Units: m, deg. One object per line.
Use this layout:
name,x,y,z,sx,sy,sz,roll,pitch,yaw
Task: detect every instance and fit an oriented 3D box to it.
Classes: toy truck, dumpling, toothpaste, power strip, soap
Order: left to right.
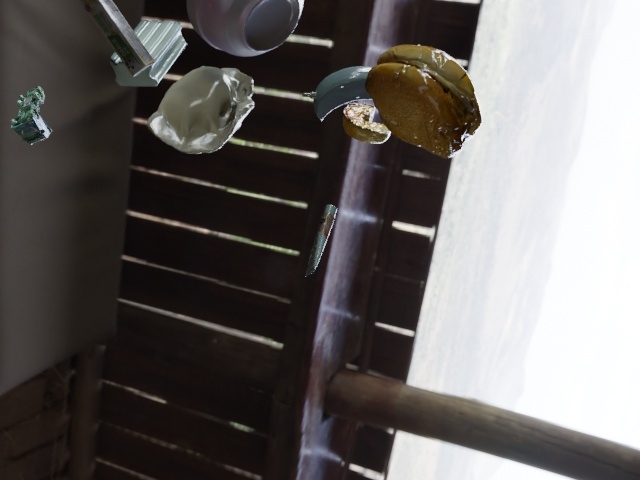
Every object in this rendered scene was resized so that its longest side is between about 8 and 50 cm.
toy truck,-0.725,-0.318,1.686,0.175,0.067,0.081,-105,171,-45
soap,-0.519,-0.571,2.023,0.094,0.150,0.261,85,18,-46
dumpling,-0.207,-0.245,1.229,0.250,0.162,0.132,-55,162,-38
toothpaste,0.000,0.000,1.788,0.056,0.036,0.205,-33,-144,62
power strip,0.077,-0.403,1.819,0.167,0.253,0.054,81,-1,-63

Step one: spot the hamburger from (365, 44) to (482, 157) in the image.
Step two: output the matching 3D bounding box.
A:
hamburger,0.253,-0.349,1.668,0.170,0.314,0.290,-47,142,-17

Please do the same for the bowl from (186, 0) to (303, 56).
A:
bowl,-0.150,-0.542,1.536,0.287,0.144,0.287,-32,155,-17

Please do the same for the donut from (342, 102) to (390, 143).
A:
donut,0.134,-0.360,2.063,0.146,0.181,0.078,-4,132,-28

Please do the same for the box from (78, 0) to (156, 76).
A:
box,-0.403,-0.417,1.285,0.207,0.050,0.041,55,36,-19
